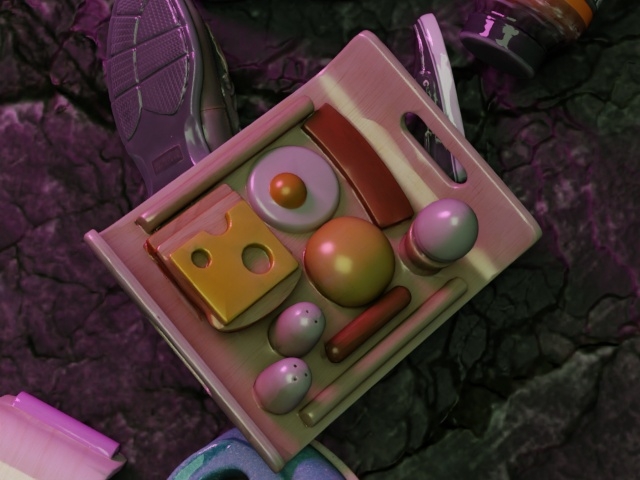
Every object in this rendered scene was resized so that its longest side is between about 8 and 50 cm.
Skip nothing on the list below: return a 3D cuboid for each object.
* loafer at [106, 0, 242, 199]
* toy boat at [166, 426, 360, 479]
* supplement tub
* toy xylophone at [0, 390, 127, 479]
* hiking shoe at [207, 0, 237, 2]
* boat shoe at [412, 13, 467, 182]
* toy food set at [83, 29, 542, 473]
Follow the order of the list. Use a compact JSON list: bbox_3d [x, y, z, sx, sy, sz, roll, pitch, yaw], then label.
[{"bbox_3d":[-0.105,-0.086,1.420,0.096,0.084,0.267,-21,76,31],"label":"loafer"},{"bbox_3d":[-0.097,0.273,1.268,0.318,0.267,0.148,-44,124,-5],"label":"toy boat"},{"bbox_3d":[0.189,-0.230,1.404,0.106,0.106,0.198,30,84,6],"label":"supplement tub"},{"bbox_3d":[-0.298,0.259,1.364,0.236,0.081,0.322,35,85,7],"label":"toy xylophone"},{"bbox_3d":[-0.013,-0.243,1.409,0.227,0.114,0.086,-10,82,1],"label":"hiking shoe"},{"bbox_3d":[0.090,-0.114,1.420,0.040,0.049,0.142,-11,83,1],"label":"boat shoe"},{"bbox_3d":[0.000,0.000,1.310,0.306,0.092,0.220,-38,86,-31],"label":"toy food set"}]
